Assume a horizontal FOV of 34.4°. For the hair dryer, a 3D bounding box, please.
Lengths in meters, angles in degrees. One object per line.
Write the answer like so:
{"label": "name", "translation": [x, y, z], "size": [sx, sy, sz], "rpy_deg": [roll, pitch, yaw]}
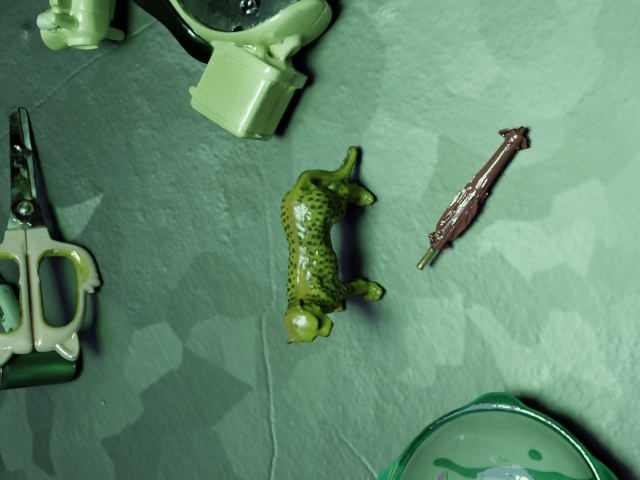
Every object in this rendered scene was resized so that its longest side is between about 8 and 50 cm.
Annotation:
{"label": "hair dryer", "translation": [-0.376, 0.096, 1.245], "size": [0.198, 0.100, 0.057], "rpy_deg": [53, 124, 33]}

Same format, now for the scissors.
{"label": "scissors", "translation": [-0.343, -0.012, 1.204], "size": [0.024, 0.160, 0.318], "rpy_deg": [129, 134, -66]}

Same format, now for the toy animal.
{"label": "toy animal", "translation": [0.000, 0.000, 0.982], "size": [0.073, 0.136, 0.181], "rpy_deg": [1, 94, 30]}

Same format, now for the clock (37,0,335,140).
{"label": "clock", "translation": [-0.159, -0.286, 1.067], "size": [0.379, 0.120, 0.276], "rpy_deg": [31, 104, 24]}

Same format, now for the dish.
{"label": "dish", "translation": [0.160, 0.263, 0.920], "size": [0.224, 0.078, 0.246], "rpy_deg": [-1, 73, 16]}

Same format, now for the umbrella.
{"label": "umbrella", "translation": [0.139, -0.038, 0.963], "size": [0.165, 0.025, 0.027], "rpy_deg": [-55, 49, 19]}
